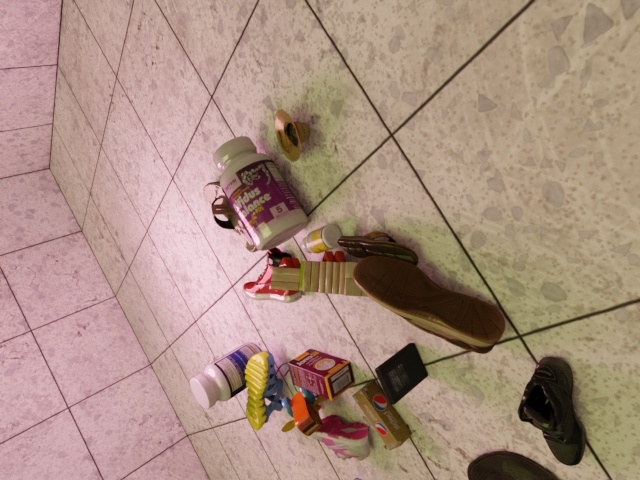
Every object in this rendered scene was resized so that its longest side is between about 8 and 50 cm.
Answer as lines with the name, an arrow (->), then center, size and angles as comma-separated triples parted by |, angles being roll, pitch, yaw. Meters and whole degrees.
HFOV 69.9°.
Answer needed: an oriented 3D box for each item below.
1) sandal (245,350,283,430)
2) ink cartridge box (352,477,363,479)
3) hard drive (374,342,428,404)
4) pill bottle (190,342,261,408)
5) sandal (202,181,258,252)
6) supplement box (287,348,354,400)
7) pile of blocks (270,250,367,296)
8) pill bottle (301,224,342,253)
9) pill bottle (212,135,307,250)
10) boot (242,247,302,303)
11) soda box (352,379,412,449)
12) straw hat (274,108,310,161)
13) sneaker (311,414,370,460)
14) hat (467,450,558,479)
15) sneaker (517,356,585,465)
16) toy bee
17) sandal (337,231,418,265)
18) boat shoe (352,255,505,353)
sandal -> -0.199, 0.540, 1.696 | 0.126, 0.138, 0.318 | 33, 125, 44
ink cartridge box -> 0.171, 0.912, 1.537 | 0.097, 0.046, 0.207 | -12, 100, 52
hard drive -> 0.202, 0.326, 1.129 | 0.022, 0.135, 0.094 | -23, 91, 55
pill bottle -> -0.346, 0.512, 1.738 | 0.153, 0.264, 0.153 | 25, 126, 39
sandal -> -0.304, -0.081, 1.525 | 0.303, 0.086, 0.120 | 49, 138, 19
supplement box -> 0.000, 0.413, 1.426 | 0.188, 0.104, 0.081 | 4, 111, 47
pile of blocks -> 0.019, 0.085, 1.240 | 0.362, 0.149, 0.113 | 0, 85, 40
pill bottle -> 0.000, 0.000, 1.244 | 0.116, 0.065, 0.065 | -19, 94, 51
pill bottle -> -0.178, -0.136, 1.291 | 0.302, 0.169, 0.169 | 58, 140, 9
boot -> -0.173, 0.103, 1.479 | 0.244, 0.088, 0.176 | -2, 107, 40
soda box -> 0.175, 0.497, 1.306 | 0.181, 0.061, 0.058 | 53, 139, 15
straw hat -> -0.061, -0.276, 1.173 | 0.144, 0.061, 0.145 | 49, 152, 38
sneaker -> 0.060, 0.649, 1.482 | 0.252, 0.103, 0.111 | -8, 101, 50
hat -> 0.451, 0.658, 1.025 | 0.331, 0.134, 0.331 | 26, 128, 38
sneaker -> 0.442, 0.354, 0.882 | 0.087, 0.130, 0.228 | 4, 114, 49
toy bee -> -0.040, 0.543, 1.524 | 0.195, 0.298, 0.162 | -31, 116, 18
sandal -> 0.138, 0.013, 1.099 | 0.219, 0.060, 0.090 | 10, 147, 45
boat shoe -> 0.226, 0.149, 1.017 | 0.342, 0.123, 0.123 | 22, 148, 21
